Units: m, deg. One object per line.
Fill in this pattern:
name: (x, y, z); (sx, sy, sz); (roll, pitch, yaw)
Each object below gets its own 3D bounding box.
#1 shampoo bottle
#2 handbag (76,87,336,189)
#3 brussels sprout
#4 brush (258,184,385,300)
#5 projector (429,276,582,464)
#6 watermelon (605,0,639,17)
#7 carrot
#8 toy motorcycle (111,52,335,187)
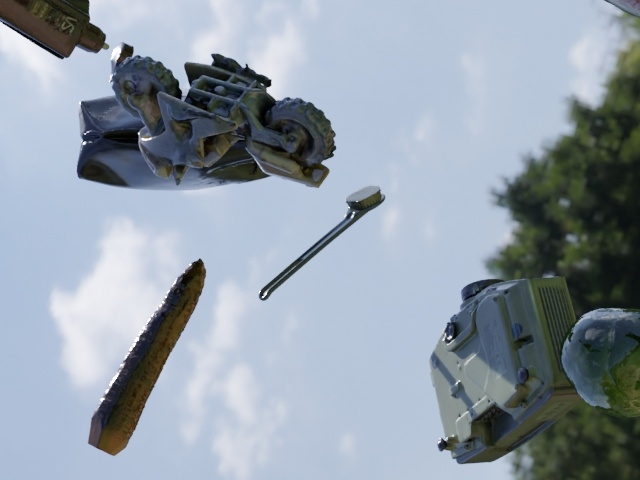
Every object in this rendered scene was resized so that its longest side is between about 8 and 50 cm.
shampoo bottle: (-0.320, -0.260, 1.682); (0.068, 0.236, 0.067); (-50, 31, 24)
handbag: (-0.156, -0.144, 2.099); (0.342, 0.288, 0.152); (-6, -83, -64)
brussels sprout: (0.325, 0.129, 1.550); (0.155, 0.155, 0.117); (64, -147, -67)
brush: (0.000, 0.000, 2.126); (0.266, 0.062, 0.027); (-42, -65, -31)
projector: (0.214, 0.145, 1.779); (0.269, 0.088, 0.193); (128, 137, -56)
watermelon: (0.271, -0.259, 1.333); (0.063, 0.245, 0.119); (-53, -20, 4)
carrot: (-0.245, 0.162, 2.128); (0.314, 0.066, 0.066); (-63, -18, -12)
toy motorcycle: (-0.092, -0.103, 1.403); (0.094, 0.229, 0.130); (-55, -25, -44)
